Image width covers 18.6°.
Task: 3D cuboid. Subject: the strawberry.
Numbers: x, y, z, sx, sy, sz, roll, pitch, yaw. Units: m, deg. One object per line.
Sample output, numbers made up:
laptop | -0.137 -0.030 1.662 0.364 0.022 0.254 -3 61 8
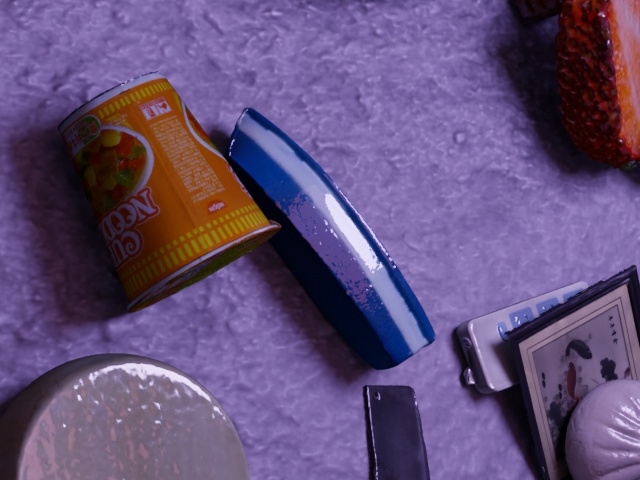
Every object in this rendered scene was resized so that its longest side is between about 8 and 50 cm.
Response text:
strawberry | 0.319 -0.181 2.136 0.188 0.106 0.286 -63 140 -31

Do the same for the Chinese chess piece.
Chinese chess piece | -0.185 0.227 1.760 0.250 0.101 0.250 8 74 -30

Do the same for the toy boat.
toy boat | 0.000 0.000 1.938 0.061 0.096 0.299 -40 98 -23

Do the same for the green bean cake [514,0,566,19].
green bean cake | 0.296 -0.294 2.163 0.135 0.135 0.056 -25 90 -32

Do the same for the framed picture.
framed picture | 0.290 0.149 2.095 0.199 0.010 0.195 -26 111 -32

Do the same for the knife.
knife | 0.085 0.266 1.969 0.072 0.019 0.245 4 74 -32

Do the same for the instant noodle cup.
instant noodle cup | -0.151 -0.052 1.827 0.168 0.168 0.185 -27 86 -33

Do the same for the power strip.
power strip | 0.227 0.103 2.086 0.192 0.035 0.081 -16 87 -34

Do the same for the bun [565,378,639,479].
bun | 0.334 0.217 2.073 0.138 0.094 0.138 -4 98 -33
